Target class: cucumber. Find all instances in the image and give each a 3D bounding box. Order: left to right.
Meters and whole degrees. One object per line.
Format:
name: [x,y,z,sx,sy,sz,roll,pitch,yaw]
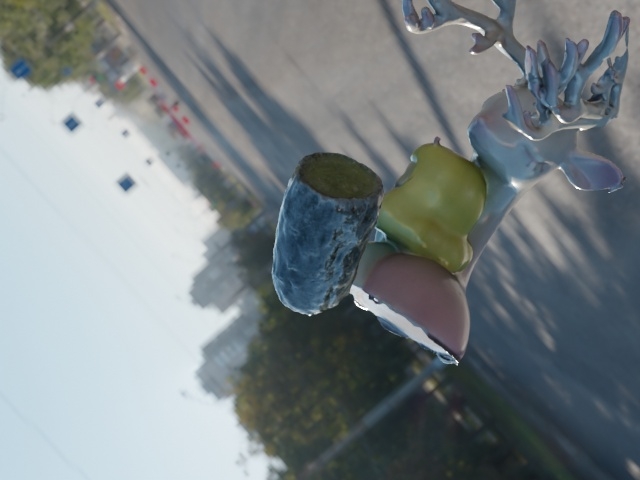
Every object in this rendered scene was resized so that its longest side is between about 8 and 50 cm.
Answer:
cucumber: [0.001,-0.002,0.835,0.064,0.064,0.112,48,142,31]

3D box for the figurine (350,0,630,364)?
figurine: [0.133,-0.070,1.055,0.206,0.315,0.284,28,173,32]
